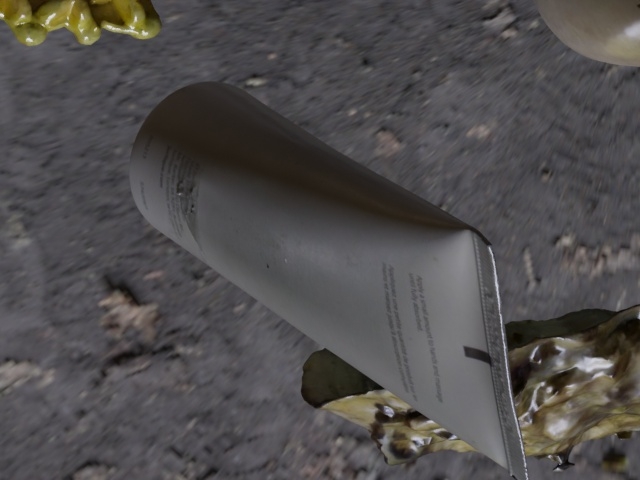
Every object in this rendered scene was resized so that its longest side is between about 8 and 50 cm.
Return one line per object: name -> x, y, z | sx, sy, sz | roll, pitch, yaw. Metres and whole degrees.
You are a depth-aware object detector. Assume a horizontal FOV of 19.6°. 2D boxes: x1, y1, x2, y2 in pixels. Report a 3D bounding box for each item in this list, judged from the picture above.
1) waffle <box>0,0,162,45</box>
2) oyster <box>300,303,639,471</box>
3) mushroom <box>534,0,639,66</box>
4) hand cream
waffle -> -0.230, -0.289, 1.478 | 0.310, 0.065, 0.283 | 16, 63, -10
oyster -> 0.192, 0.090, 1.186 | 0.396, 0.204, 0.111 | 0, 81, -29
mushroom -> 0.264, -0.226, 1.421 | 0.204, 0.204, 0.204 | 2, 100, 10
hand cream -> 0.000, 0.000, 0.568 | 0.054, 0.186, 0.087 | -29, 128, -23
